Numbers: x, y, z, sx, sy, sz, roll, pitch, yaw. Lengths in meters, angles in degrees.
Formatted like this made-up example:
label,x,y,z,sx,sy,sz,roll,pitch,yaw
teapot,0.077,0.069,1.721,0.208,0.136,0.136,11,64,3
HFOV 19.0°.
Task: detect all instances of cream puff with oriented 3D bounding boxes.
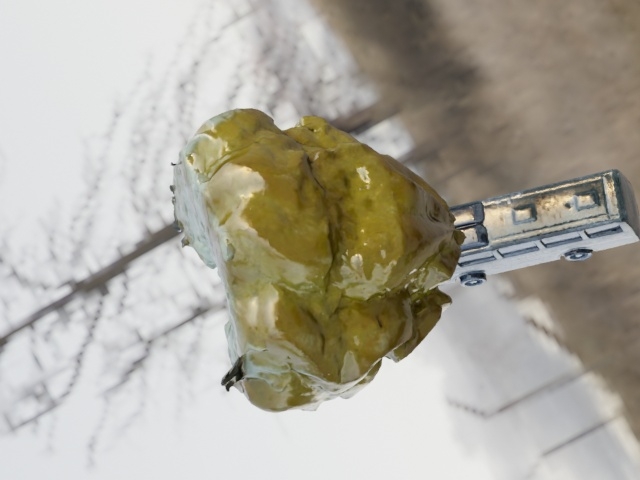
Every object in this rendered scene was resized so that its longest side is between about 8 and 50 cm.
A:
label,x,y,z,sx,sy,sz,roll,pitch,yaw
cream puff,0.001,0.000,0.915,0.156,0.156,0.121,64,147,21

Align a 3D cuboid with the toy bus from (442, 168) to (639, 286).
label,x,y,z,sx,sy,sz,roll,pitch,yaw
toy bus,0.132,-0.007,1.300,0.065,0.166,0.047,37,-138,-64
